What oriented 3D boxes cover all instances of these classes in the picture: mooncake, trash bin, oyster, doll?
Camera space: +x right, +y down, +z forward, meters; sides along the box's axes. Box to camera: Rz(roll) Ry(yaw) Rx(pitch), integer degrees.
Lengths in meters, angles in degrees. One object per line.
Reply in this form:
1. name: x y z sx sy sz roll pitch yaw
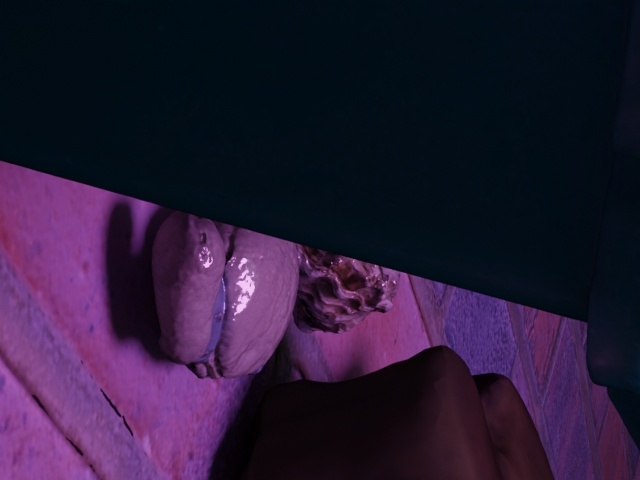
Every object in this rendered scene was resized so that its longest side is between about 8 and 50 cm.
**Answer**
1. mooncake: 0.075 0.243 1.098 0.351 0.187 0.351 -19 90 -77
2. trash bin: 0.020 -0.094 0.590 0.259 0.381 0.295 -23 121 -66
3. oyster: 0.000 0.000 1.004 0.064 0.125 0.177 -26 119 -12
4. doll: -0.052 0.031 0.901 0.214 0.071 0.103 38 59 -78
